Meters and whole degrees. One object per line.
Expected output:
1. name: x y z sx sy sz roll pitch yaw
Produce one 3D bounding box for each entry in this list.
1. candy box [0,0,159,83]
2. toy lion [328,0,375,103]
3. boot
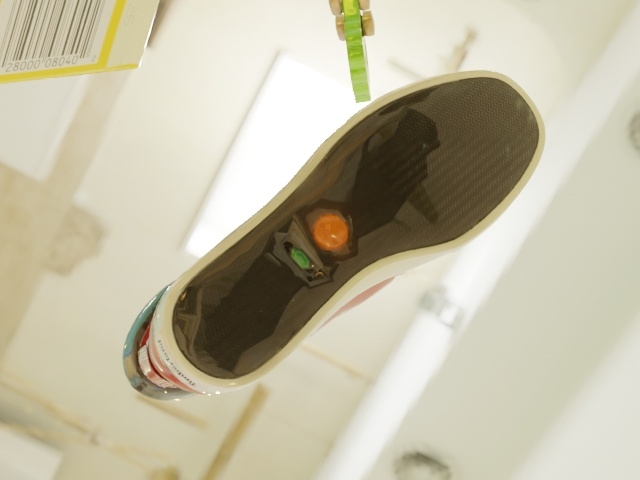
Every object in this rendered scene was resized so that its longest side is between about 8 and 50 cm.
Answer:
1. candy box: -0.124 -0.093 0.530 0.206 0.027 0.105 -13 131 -46
2. toy lion: 0.030 -0.157 1.435 0.100 0.034 0.096 66 16 -76
3. boot: 0.000 0.000 0.946 0.244 0.088 0.176 -36 -179 -17
